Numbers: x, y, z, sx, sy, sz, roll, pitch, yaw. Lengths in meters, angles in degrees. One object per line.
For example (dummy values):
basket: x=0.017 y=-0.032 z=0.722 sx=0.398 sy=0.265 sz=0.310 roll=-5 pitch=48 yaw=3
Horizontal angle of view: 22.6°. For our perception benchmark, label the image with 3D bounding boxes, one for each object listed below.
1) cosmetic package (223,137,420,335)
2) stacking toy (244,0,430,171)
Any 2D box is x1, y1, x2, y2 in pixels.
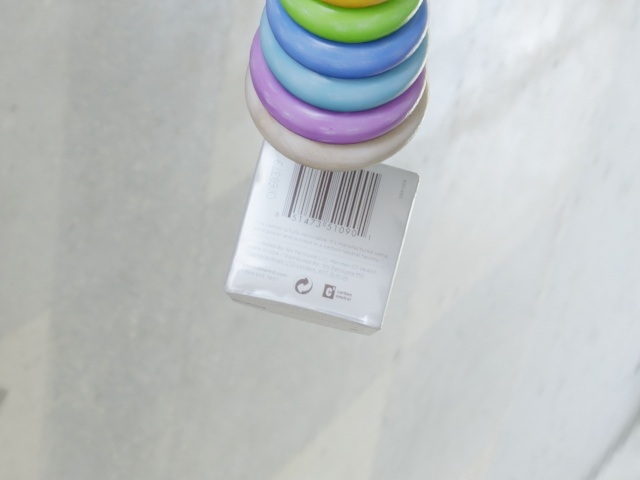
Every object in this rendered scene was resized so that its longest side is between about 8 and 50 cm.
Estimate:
cosmetic package: x=0.000 y=0.000 z=1.535 sx=0.183 sy=0.151 sz=0.151 roll=93 pitch=11 yaw=-84
stacking toy: x=0.022 y=-0.181 z=1.081 sx=0.141 sy=0.141 sz=0.330 roll=-54 pitch=168 yaw=-24
